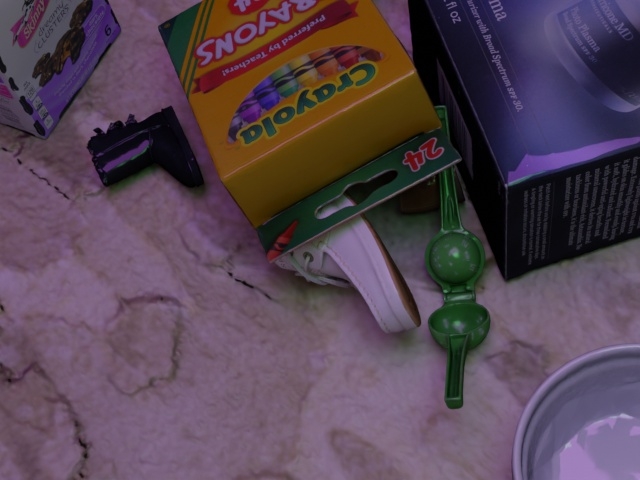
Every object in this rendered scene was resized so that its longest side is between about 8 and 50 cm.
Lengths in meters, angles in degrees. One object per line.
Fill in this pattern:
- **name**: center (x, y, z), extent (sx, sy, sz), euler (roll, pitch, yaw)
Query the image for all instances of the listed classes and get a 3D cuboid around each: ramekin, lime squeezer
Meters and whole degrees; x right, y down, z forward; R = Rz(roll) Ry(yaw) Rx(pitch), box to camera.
- **ramekin**: center (0.258, 0.196, 0.965), extent (0.207, 0.109, 0.207), euler (-4, 60, 7)
- **lime squeezer**: center (0.115, 0.029, 1.086), extent (0.059, 0.110, 0.310), euler (-15, 53, 25)

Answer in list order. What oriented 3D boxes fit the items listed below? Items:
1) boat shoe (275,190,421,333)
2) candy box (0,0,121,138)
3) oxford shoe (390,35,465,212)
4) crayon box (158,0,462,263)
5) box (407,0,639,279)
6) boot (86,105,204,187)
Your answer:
- **boat shoe**: center (0.000, 0.000, 1.130), extent (0.096, 0.098, 0.277), euler (-32, 48, -2)
- **candy box**: center (-0.304, -0.231, 1.251), extent (0.070, 0.196, 0.164), euler (21, 66, 20)
- **oxford shoe**: center (0.079, -0.122, 1.199), extent (0.076, 0.076, 0.212), euler (-19, 59, 8)
- **crayon box**: center (-0.020, -0.146, 1.135), extent (0.202, 0.081, 0.318), euler (-29, 46, 3)
- **box**: center (0.262, -0.164, 1.129), extent (0.294, 0.182, 0.296), euler (-17, 60, -2)
- **boot**: center (-0.182, -0.083, 1.234), extent (0.099, 0.045, 0.121), euler (-24, 52, -7)
